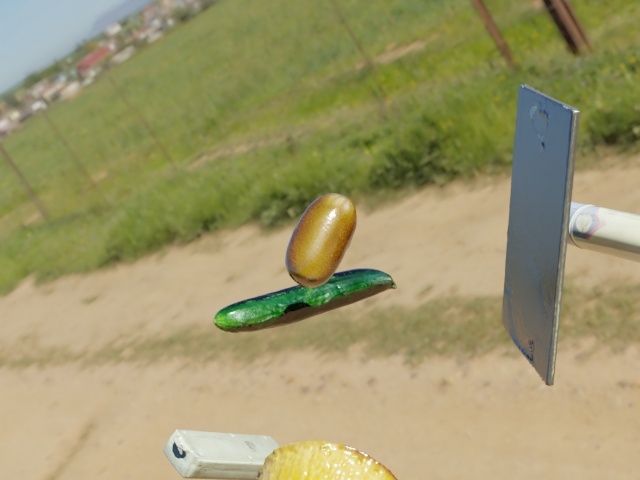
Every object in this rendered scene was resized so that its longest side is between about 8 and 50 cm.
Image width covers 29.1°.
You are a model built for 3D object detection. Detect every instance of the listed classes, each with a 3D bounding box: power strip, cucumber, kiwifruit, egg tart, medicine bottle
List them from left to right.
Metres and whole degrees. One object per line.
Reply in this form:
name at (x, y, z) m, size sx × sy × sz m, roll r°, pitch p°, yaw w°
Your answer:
power strip at (-0.154, 0.360, 2.057) m, size 0.078 × 0.272 × 0.052 m, roll 44°, pitch 108°, yaw 35°
cucumber at (-0.021, 0.082, 1.701) m, size 0.284 × 0.056 × 0.056 m, roll -13°, pitch 3°, yaw -28°
kiwifruit at (0.000, 0.000, 1.518) m, size 0.124 × 0.075 × 0.075 m, roll -66°, pitch 21°, yaw -10°
egg tart at (0.001, 0.360, 1.499) m, size 0.215 × 0.215 × 0.171 m, roll -24°, pitch 24°, yaw 35°
medicine bottle at (0.367, -0.010, 1.553) m, size 0.059 × 0.059 × 0.231 m, roll -37°, pitch 22°, yaw -16°

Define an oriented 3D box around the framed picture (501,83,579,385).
framed picture at (0.262, -0.015, 1.506) m, size 0.013 × 0.324 × 0.244 m, roll 2°, pitch 14°, yaw -6°
